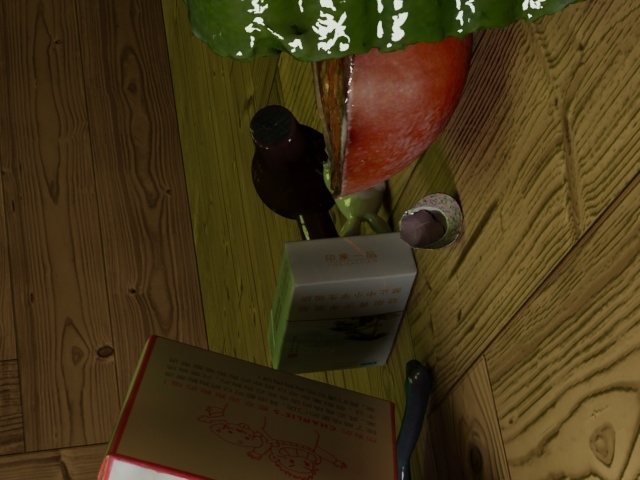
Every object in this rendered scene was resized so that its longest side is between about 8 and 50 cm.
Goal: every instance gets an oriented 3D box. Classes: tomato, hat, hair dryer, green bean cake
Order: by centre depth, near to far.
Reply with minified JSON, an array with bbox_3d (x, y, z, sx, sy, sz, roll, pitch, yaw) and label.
[{"bbox_3d":[0.024,-0.303,1.018,0.319,0.335,0.218,-111,18,-44],"label":"green bean cake"},{"bbox_3d":[0.068,-0.218,1.311,0.338,0.144,0.338,175,90,-83],"label":"tomato"},{"bbox_3d":[0.122,-0.016,1.424,0.087,0.042,0.058,-25,76,42],"label":"hat"},{"bbox_3d":[0.000,0.000,1.795,0.312,0.123,0.340,55,-165,-80],"label":"hair dryer"}]

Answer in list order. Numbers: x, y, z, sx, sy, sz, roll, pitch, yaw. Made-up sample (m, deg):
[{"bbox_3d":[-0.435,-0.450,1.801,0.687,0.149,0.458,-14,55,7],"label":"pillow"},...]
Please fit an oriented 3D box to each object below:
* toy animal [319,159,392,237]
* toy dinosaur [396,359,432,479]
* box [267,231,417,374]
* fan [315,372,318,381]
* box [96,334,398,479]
[{"bbox_3d":[0.043,-0.056,1.688,0.124,0.071,0.085,-115,24,-59],"label":"toy animal"},{"bbox_3d":[0.108,0.374,1.547,0.331,0.129,0.383,110,153,-45],"label":"toy dinosaur"},{"bbox_3d":[0.022,0.081,1.662,0.233,0.149,0.067,103,161,-57],"label":"box"},{"bbox_3d":[0.022,0.305,2.097,0.191,0.009,0.329,101,157,-58],"label":"fan"},{"bbox_3d":[-0.097,0.321,1.459,0.312,0.314,0.300,-86,12,-71],"label":"box"}]
